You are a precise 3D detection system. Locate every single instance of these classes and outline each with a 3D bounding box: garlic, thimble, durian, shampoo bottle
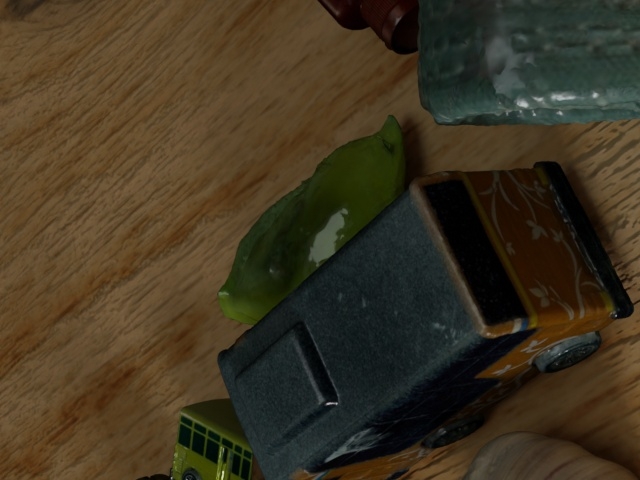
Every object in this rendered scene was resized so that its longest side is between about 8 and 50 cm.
[{"bbox_3d":[0.143,0.253,1.327,0.199,0.226,0.199,9,101,51],"label":"garlic"},{"bbox_3d":[0.169,-0.162,1.289,0.235,0.198,0.143,-3,88,41],"label":"thimble"},{"bbox_3d":[0.000,0.000,1.548,0.250,0.101,0.139,-42,62,35],"label":"durian"},{"bbox_3d":[0.016,-0.272,1.539,0.102,0.064,0.260,-51,56,19],"label":"shampoo bottle"}]

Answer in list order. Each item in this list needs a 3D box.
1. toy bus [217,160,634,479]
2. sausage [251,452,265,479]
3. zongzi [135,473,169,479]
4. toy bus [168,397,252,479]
[{"bbox_3d":[0.076,0.081,1.407,0.323,0.194,0.162,-42,64,39],"label":"toy bus"},{"bbox_3d":[-0.031,0.202,1.516,0.066,0.066,0.301,-50,26,36],"label":"sausage"},{"bbox_3d":[-0.192,0.351,1.672,0.221,0.242,0.112,50,132,29],"label":"zongzi"},{"bbox_3d":[-0.062,0.222,1.638,0.175,0.088,0.101,21,107,45],"label":"toy bus"}]
